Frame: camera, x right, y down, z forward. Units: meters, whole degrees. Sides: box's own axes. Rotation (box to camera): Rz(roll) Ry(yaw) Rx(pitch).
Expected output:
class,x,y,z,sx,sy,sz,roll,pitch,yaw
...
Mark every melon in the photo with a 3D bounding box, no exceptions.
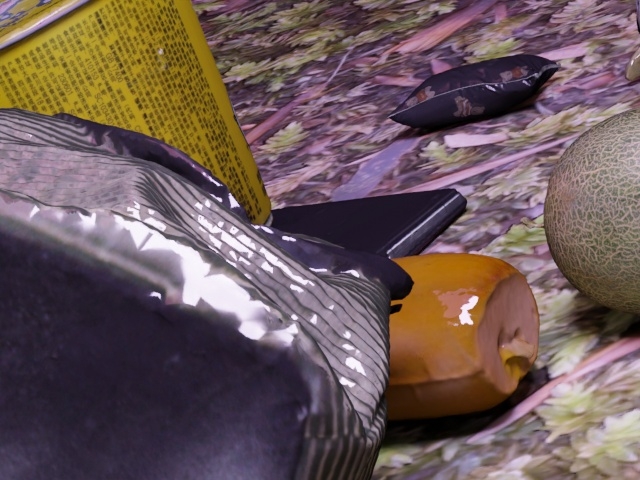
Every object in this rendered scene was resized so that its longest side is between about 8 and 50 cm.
class,x,y,z,sx,sy,sz,roll,pitch,yaw
melon,0.221,-0.020,1.278,0.192,0.139,0.139,-8,21,22

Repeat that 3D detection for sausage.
class,x,y,z,sx,sy,sz,roll,pitch,yaw
sausage,-0.008,0.069,1.314,0.328,0.112,0.112,-6,23,37

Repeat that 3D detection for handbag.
class,x,y,z,sx,sy,sz,roll,pitch,yaw
handbag,-0.121,0.071,1.113,0.340,0.247,0.240,23,18,12

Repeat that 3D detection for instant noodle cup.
class,x,y,z,sx,sy,sz,roll,pitch,yaw
instant noodle cup,-0.200,-0.071,1.610,0.325,0.254,0.325,-27,15,8

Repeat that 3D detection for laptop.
class,x,y,z,sx,sy,sz,roll,pitch,yaw
laptop,0.000,0.000,1.616,0.207,0.026,0.154,-4,25,40

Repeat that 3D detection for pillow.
class,x,y,z,sx,sy,sz,roll,pitch,yaw
pillow,0.140,-0.138,1.827,0.150,0.048,0.090,-14,22,23

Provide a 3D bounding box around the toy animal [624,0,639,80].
class,x,y,z,sx,sy,sz,roll,pitch,yaw
toy animal,0.316,-0.200,1.773,0.137,0.098,0.098,-39,16,11
